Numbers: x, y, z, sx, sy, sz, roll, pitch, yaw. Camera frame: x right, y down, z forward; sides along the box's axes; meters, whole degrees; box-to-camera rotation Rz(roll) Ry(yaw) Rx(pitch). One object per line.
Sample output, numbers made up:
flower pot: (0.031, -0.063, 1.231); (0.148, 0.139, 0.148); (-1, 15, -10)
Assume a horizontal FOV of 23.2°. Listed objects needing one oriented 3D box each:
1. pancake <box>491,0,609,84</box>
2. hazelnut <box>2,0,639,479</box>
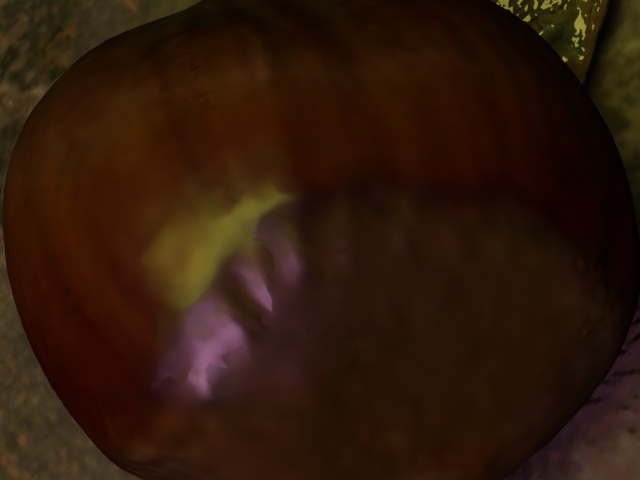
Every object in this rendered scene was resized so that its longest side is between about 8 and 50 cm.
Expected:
pancake: (0.056, -0.099, 0.625); (0.139, 0.022, 0.139); (-6, 77, 26)
hazelnut: (0.001, 0.005, 0.548); (0.210, 0.210, 0.186); (-9, 110, 28)
